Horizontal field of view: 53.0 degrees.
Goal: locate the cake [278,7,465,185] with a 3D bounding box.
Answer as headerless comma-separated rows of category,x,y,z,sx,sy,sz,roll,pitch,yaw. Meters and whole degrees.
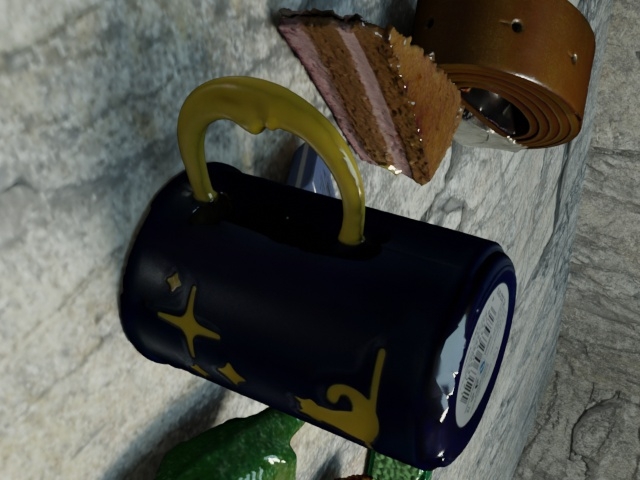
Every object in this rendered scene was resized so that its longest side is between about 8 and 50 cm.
cake,0.060,-0.142,0.647,0.295,0.115,0.113,25,81,-63

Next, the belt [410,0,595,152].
belt,0.230,-0.208,0.829,0.338,0.217,0.122,16,84,-59

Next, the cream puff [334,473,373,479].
cream puff,0.030,0.398,0.908,0.149,0.084,0.149,-40,136,-54

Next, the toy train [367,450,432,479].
toy train,0.152,0.407,1.107,0.154,0.115,0.270,-25,127,-62

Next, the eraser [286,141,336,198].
eraser,0.000,0.000,0.671,0.082,0.036,0.225,-82,164,-45

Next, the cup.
cup,-0.012,0.034,0.457,0.179,0.256,0.255,-67,151,-14

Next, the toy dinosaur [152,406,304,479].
toy dinosaur,-0.065,0.163,0.571,0.447,0.087,0.301,7,106,-56
